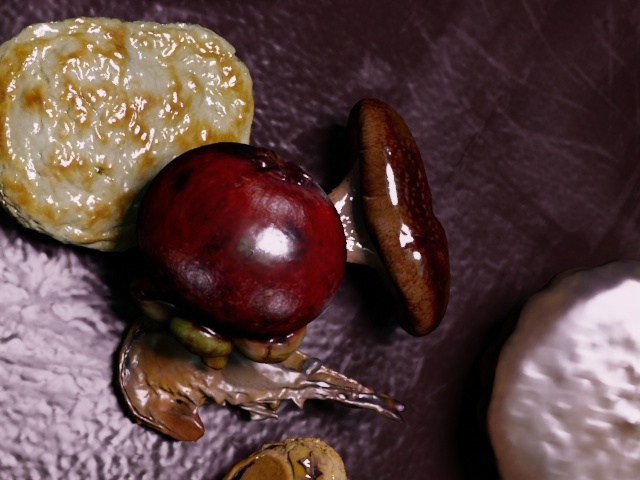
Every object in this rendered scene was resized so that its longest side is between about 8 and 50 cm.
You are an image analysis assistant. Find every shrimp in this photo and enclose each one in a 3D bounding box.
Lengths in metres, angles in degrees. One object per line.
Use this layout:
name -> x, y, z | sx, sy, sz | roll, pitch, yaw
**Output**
shrimp -> -0.058, 0.142, 1.090 | 0.262, 0.066, 0.117 | 22, 87, -4

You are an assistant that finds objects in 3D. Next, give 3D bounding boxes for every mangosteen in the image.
mangosteen -> -0.072, 0.019, 1.000 | 0.199, 0.200, 0.200 | 4, 80, -23

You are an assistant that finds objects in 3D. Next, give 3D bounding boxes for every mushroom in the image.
mushroom -> 0.000, 0.000, 1.118 | 0.217, 0.148, 0.227 | -17, 79, -6

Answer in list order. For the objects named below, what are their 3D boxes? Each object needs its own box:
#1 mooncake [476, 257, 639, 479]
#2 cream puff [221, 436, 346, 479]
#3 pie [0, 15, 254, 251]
mooncake -> 0.290, 0.160, 1.149 | 0.290, 0.161, 0.291 | 0, 83, 2
cream puff -> -0.027, 0.236, 1.060 | 0.104, 0.119, 0.133 | 32, 82, -38
pie -> -0.179, -0.092, 1.054 | 0.247, 0.090, 0.201 | -2, 97, -29
